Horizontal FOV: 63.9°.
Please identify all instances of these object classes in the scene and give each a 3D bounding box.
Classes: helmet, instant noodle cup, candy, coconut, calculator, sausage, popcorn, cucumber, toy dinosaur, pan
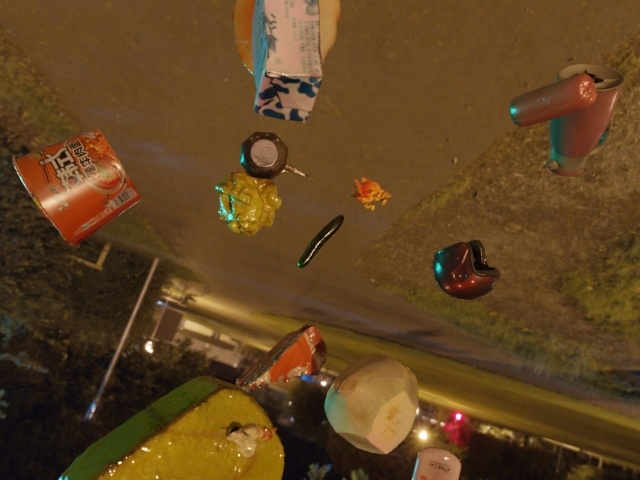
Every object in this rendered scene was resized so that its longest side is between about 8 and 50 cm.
[{"bbox_3d":[0.458,0.091,1.630,0.216,0.193,0.189,24,-167,28],"label":"helmet"},{"bbox_3d":[-0.556,-0.133,1.209,0.250,0.192,0.250,53,165,21],"label":"instant noodle cup"},{"bbox_3d":[-0.041,-0.234,0.616,0.073,0.160,0.092,1,158,-14],"label":"candy"},{"bbox_3d":[0.122,0.375,1.212,0.237,0.237,0.197,30,-171,-37],"label":"coconut"},{"bbox_3d":[0.253,0.554,1.152,0.100,0.174,0.032,14,173,9],"label":"calculator"},{"bbox_3d":[0.419,-0.252,0.931,0.062,0.062,0.154,27,159,-29],"label":"sausage"},{"bbox_3d":[-0.211,-0.111,1.463,0.156,0.197,0.198,-23,-165,-37],"label":"popcorn"},{"bbox_3d":[0.000,0.000,1.363,0.036,0.184,0.033,41,177,-11],"label":"cucumber"},{"bbox_3d":[0.152,-0.154,1.612,0.117,0.070,0.288,33,-158,13],"label":"toy dinosaur"},{"bbox_3d":[-0.114,-0.229,1.379,0.202,0.128,0.048,2,-179,-8],"label":"pan"}]

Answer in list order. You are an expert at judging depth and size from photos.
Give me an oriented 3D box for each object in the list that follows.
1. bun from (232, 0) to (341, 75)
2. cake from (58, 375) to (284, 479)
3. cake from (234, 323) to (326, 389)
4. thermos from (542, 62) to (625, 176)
[{"bbox_3d":[-0.061,-0.514,1.214,0.299,0.298,0.165,5,-168,42],"label":"bun"},{"bbox_3d":[-0.177,0.299,0.633,0.156,0.261,0.179,-16,104,59],"label":"cake"},{"bbox_3d":[-0.091,0.318,1.288,0.098,0.135,0.287,0,-162,45],"label":"cake"},{"bbox_3d":[0.650,-0.289,1.276,0.177,0.146,0.265,-15,133,-7],"label":"thermos"}]
